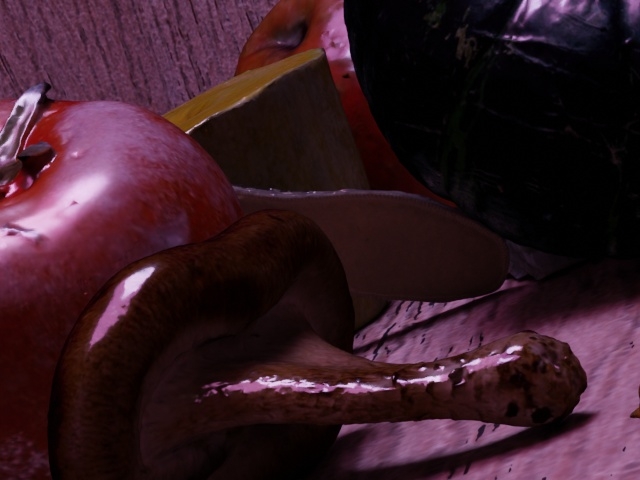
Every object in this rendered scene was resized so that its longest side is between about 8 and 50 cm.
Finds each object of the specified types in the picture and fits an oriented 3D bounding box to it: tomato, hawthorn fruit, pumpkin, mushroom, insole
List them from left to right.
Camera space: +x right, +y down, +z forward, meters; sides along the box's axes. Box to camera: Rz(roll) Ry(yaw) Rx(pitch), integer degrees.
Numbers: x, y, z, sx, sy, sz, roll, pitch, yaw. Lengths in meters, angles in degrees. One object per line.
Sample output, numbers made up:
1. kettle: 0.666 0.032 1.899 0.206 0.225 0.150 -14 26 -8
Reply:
1. tomato: -0.164 0.043 1.099 0.270 0.227 0.270 -12 29 7
2. pumpkin: -0.098 0.014 1.386 0.332 0.199 0.332 -30 6 3
3. insole: 0.000 0.000 1.223 0.248 0.081 0.011 6 33 -6
4. mushroom: 0.007 0.065 0.871 0.217 0.148 0.227 2 25 35
5. hawthorn fruit: 0.056 -0.102 1.573 0.262 0.258 0.258 27 38 33
6. pumpkin: 0.164 -0.129 1.160 0.315 0.315 0.238 -24 -28 -21

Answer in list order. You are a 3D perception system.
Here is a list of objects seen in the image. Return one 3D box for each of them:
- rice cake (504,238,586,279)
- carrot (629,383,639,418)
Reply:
1. rice cake: 0.211 -0.031 1.290 0.211 0.038 0.124 -23 6 -13
2. carrot: 0.190 0.041 0.654 0.059 0.059 0.248 -26 4 -30
